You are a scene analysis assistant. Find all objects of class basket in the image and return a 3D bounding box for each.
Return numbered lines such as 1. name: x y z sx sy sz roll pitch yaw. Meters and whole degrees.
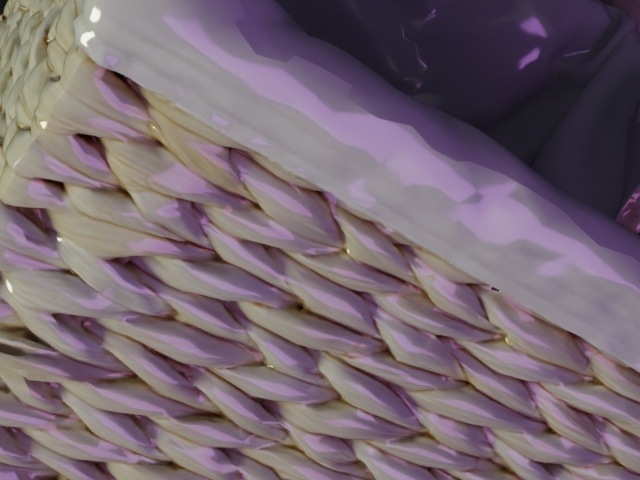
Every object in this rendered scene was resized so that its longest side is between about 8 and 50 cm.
1. basket: 0.000 0.000 0.583 0.331 0.328 0.266 27 115 -21

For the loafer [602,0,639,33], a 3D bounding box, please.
1. loafer: 0.150 -0.114 0.788 0.092 0.102 0.268 1 136 -18
